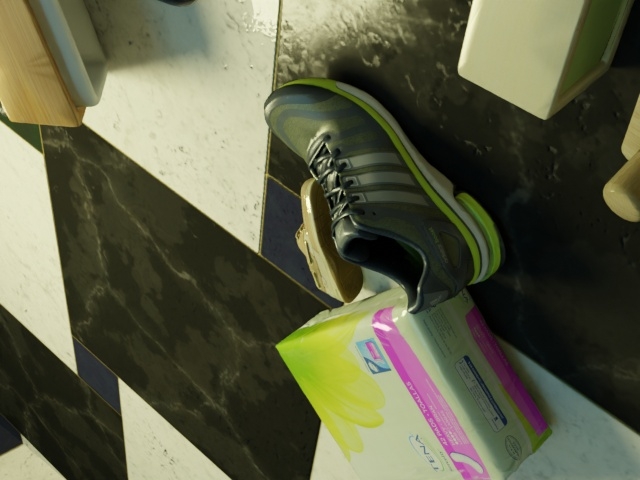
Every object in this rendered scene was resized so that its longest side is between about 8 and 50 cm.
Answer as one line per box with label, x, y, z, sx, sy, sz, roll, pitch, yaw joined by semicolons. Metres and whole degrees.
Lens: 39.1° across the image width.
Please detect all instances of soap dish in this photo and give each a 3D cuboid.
soap dish;-0.366;-0.295;1.099;0.229;0.118;0.291;-110;1;-63

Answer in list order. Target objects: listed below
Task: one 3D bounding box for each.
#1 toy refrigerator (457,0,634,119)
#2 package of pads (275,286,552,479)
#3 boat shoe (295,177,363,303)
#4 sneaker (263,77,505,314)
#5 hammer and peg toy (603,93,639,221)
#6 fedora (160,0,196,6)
toy refrigerator;0.184;-0.226;0.620;0.094;0.102;0.270;34;141;25
package of pads;0.103;0.176;1.065;0.296;0.101;0.229;-23;100;55
boat shoe;0.000;0.000;1.062;0.059;0.063;0.170;10;128;37
sneaker;0.045;-0.050;0.914;0.300;0.121;0.111;42;144;15
hammer and peg toy;0.344;-0.005;0.527;0.361;0.127;0.266;42;169;20
fedora;-0.227;-0.356;0.961;0.275;0.124;0.244;34;141;25
